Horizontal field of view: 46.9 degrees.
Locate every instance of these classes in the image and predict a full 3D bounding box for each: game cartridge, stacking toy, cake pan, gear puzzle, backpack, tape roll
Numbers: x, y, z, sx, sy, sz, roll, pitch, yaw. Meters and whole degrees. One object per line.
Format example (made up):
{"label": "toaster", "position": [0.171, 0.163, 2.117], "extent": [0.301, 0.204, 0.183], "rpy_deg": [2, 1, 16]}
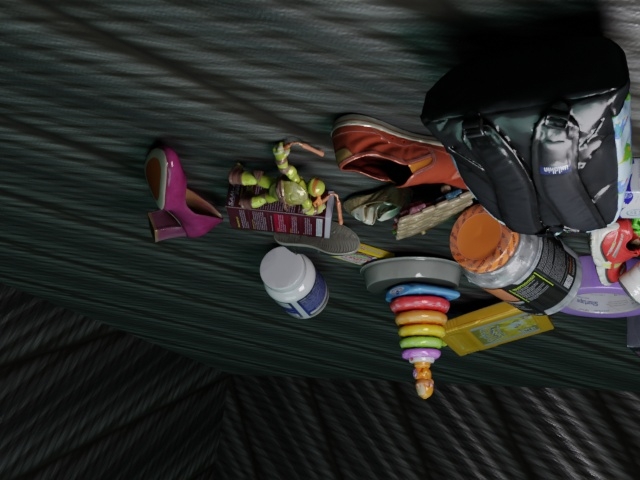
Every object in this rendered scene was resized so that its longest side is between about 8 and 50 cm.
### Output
{"label": "game cartridge", "position": [0.549, 0.271, 2.312], "extent": [0.324, 0.052, 0.285], "rpy_deg": [-22, 151, 17]}
{"label": "stacking toy", "position": [0.272, 0.274, 1.992], "extent": [0.166, 0.301, 0.175], "rpy_deg": [9, 162, -26]}
{"label": "cake pan", "position": [0.257, 0.109, 2.062], "extent": [0.293, 0.054, 0.293], "rpy_deg": [1, 163, 0]}
{"label": "gear puzzle", "position": [0.238, -0.059, 1.619], "extent": [0.176, 0.044, 0.339], "rpy_deg": [-21, 170, 1]}
{"label": "backpack", "position": [0.351, -0.144, 1.146], "extent": [0.290, 0.273, 0.355], "rpy_deg": [-7, 134, 29]}
{"label": "tape roll", "position": [0.737, 0.124, 1.932], "extent": [0.275, 0.090, 0.275], "rpy_deg": [7, 161, 2]}

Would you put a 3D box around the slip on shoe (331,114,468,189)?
{"label": "slip on shoe", "position": [0.172, -0.141, 1.386], "extent": [0.332, 0.101, 0.123], "rpy_deg": [13, 158, -20]}

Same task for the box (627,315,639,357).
{"label": "box", "position": [0.975, 0.255, 2.092], "extent": [0.143, 0.165, 0.270], "rpy_deg": [-7, 156, 36]}

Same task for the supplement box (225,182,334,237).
{"label": "supplement box", "position": [-0.092, -0.071, 1.708], "extent": [0.240, 0.073, 0.130], "rpy_deg": [6, 159, 1]}

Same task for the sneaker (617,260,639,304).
{"label": "sneaker", "position": [0.819, 0.073, 1.684], "extent": [0.297, 0.111, 0.129], "rpy_deg": [-6, 140, -34]}

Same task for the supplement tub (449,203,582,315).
{"label": "supplement tub", "position": [0.437, 0.040, 1.653], "extent": [0.194, 0.193, 0.316], "rpy_deg": [-10, 154, 40]}

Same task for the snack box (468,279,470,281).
{"label": "snack box", "position": [0.496, 0.098, 2.040], "extent": [0.178, 0.022, 0.064], "rpy_deg": [0, 158, 20]}

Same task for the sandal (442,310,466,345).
{"label": "sandal", "position": [0.386, 0.263, 2.411], "extent": [0.138, 0.126, 0.317], "rpy_deg": [-17, 157, 37]}

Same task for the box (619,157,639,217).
{"label": "box", "position": [0.625, -0.096, 1.390], "extent": [0.137, 0.072, 0.126], "rpy_deg": [1, 160, 15]}

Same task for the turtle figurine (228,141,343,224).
{"label": "turtle figurine", "position": [-0.072, -0.102, 1.554], "extent": [0.218, 0.087, 0.269], "rpy_deg": [1, 148, 26]}

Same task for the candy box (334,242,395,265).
{"label": "candy box", "position": [0.088, 0.032, 1.994], "extent": [0.206, 0.027, 0.105], "rpy_deg": [17, 160, -26]}

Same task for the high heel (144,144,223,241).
{"label": "high heel", "position": [-0.296, -0.117, 1.671], "extent": [0.181, 0.127, 0.377], "rpy_deg": [-17, 163, -20]}

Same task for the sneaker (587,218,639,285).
{"label": "sneaker", "position": [0.678, 0.026, 1.668], "extent": [0.118, 0.107, 0.279], "rpy_deg": [-10, 156, 25]}

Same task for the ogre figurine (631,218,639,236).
{"label": "ogre figurine", "position": [0.732, -0.016, 1.542], "extent": [0.118, 0.096, 0.197], "rpy_deg": [7, 152, 37]}

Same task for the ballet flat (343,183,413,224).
{"label": "ballet flat", "position": [0.120, -0.072, 1.637], "extent": [0.073, 0.067, 0.206], "rpy_deg": [20, 157, -32]}

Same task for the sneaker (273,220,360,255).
{"label": "sneaker", "position": [0.000, 0.000, 1.883], "extent": [0.222, 0.083, 0.118], "rpy_deg": [10, 168, 14]}

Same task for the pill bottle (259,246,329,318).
{"label": "pill bottle", "position": [-0.075, 0.119, 2.107], "extent": [0.153, 0.153, 0.264], "rpy_deg": [2, 159, 15]}
